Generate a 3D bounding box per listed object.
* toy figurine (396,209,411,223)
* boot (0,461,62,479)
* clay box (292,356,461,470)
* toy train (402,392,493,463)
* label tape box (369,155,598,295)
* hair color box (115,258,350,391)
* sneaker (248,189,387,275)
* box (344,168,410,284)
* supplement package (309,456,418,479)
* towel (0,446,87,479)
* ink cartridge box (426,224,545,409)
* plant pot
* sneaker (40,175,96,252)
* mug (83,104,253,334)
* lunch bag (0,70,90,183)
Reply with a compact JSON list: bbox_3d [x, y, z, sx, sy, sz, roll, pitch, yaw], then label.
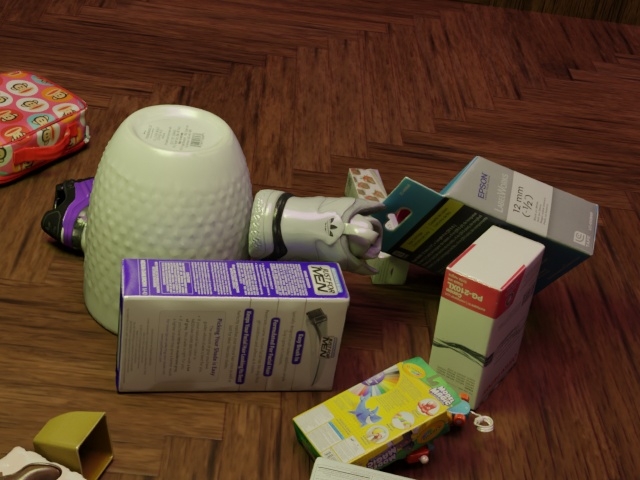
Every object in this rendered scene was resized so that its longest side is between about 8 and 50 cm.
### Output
[{"bbox_3d":[0.215,-0.023,2.073,0.159,0.130,0.173,16,55,34],"label":"toy figurine"},{"bbox_3d":[-0.372,0.330,1.321,0.106,0.037,0.114,-11,33,-8],"label":"boot"},{"bbox_3d":[0.086,0.263,1.563,0.222,0.053,0.127,-24,39,-18],"label":"clay box"},{"bbox_3d":[0.171,0.288,1.616,0.166,0.046,0.125,-12,40,-25],"label":"toy train"},{"bbox_3d":[0.261,-0.030,1.848,0.348,0.249,0.115,23,60,-11],"label":"label tape box"},{"bbox_3d":[-0.139,0.131,1.645,0.339,0.185,0.110,3,33,-12],"label":"hair color box"},{"bbox_3d":[0.000,0.000,1.809,0.210,0.137,0.366,7,-6,4],"label":"sneaker"},{"bbox_3d":[0.106,-0.033,2.072,0.063,0.067,0.324,2,33,-11],"label":"box"},{"bbox_3d":[0.034,0.406,1.258,0.149,0.194,0.203,12,32,5],"label":"supplement package"},{"bbox_3d":[-0.336,0.412,1.287,0.332,0.053,0.317,21,34,17],"label":"towel"},{"bbox_3d":[0.261,0.123,1.714,0.100,0.237,0.172,23,35,25],"label":"ink cartridge box"},{"bbox_3d":[-0.343,0.283,1.463,0.083,0.081,0.081,6,31,18],"label":"plant pot"},{"bbox_3d":[-0.415,-0.085,1.982,0.146,0.102,0.293,16,33,11],"label":"sneaker"},{"bbox_3d":[-0.232,-0.064,1.788,0.276,0.328,0.374,14,33,7],"label":"mug"},{"bbox_3d":[-0.608,-0.225,2.132,0.258,0.120,0.293,26,36,23],"label":"lunch bag"}]
